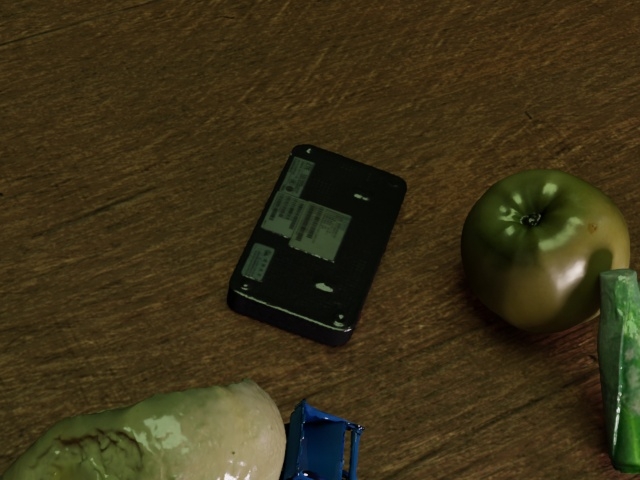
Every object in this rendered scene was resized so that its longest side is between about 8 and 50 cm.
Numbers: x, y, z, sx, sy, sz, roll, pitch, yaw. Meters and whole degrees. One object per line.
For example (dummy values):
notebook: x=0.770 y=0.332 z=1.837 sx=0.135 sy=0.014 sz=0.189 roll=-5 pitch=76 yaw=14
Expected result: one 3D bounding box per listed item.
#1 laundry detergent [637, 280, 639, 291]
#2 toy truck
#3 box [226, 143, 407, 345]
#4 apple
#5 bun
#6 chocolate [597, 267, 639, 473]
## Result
laundry detergent: x=0.576 y=0.128 z=1.991 sx=0.280 sy=0.105 sz=0.215 roll=38 pitch=57 yaw=21
toy truck: x=-0.007 y=0.313 z=1.657 sx=0.126 sy=0.208 sz=0.113 roll=8 pitch=52 yaw=-4
box: x=0.000 y=0.000 z=2.006 sx=0.211 sy=0.058 sz=0.350 roll=19 pitch=50 yaw=4
apple: x=0.346 y=0.017 z=1.932 sx=0.262 sy=0.262 sz=0.262 roll=6 pitch=51 yaw=-7
bun: x=-0.204 y=0.321 z=1.538 sx=0.364 sy=0.364 sz=0.202 roll=-13 pitch=71 yaw=-20
chocolate: x=0.456 y=0.188 z=1.822 sx=0.110 sy=0.110 sz=0.291 roll=-11 pitch=94 yaw=-19
